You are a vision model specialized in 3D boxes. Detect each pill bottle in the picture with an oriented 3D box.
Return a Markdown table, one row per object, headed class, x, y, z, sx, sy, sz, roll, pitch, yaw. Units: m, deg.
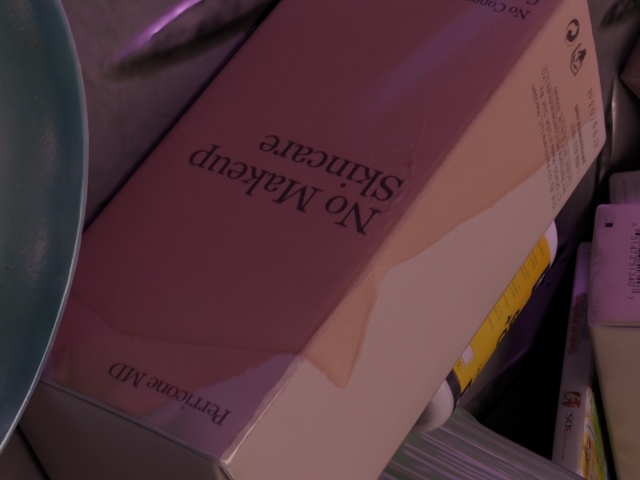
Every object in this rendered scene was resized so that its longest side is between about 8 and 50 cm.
| class | x | y | z | sx | sy | sz | roll | pitch | yaw |
| --- | --- | --- | --- | --- | --- | --- | --- | --- | --- |
| pill bottle | 0.073 | 0.013 | 1.025 | 0.184 | 0.103 | 0.103 | -53 | 147 | -27 |

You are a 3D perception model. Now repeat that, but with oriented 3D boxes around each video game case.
| class | x | y | z | sx | sy | sz | roll | pitch | yaw |
| --- | --- | --- | --- | --- | --- | --- | --- | --- | --- |
| video game case | 0.208 | 0.150 | 1.347 | 0.227 | 0.026 | 0.206 | 72 | 25 | -48 |

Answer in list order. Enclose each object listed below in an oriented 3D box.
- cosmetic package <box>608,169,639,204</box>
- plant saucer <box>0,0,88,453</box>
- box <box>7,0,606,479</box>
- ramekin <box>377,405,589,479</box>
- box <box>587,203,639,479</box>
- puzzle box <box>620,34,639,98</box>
| class | x | y | z | sx | sy | sz | roll | pitch | yaw |
| --- | --- | --- | --- | --- | --- | --- | --- | --- | --- |
| cosmetic package | 0.337 | 0.000 | 1.330 | 0.117 | 0.231 | 0.085 | 72 | 14 | -51 |
| plant saucer | -0.201 | 0.013 | 0.623 | 0.317 | 0.043 | 0.318 | -36 | 137 | -44 |
| box | 0.000 | 0.000 | 0.853 | 0.311 | 0.148 | 0.121 | -54 | 146 | -29 |
| ramekin | 0.077 | 0.262 | 1.144 | 0.303 | 0.148 | 0.303 | -38 | 138 | -44 |
| box | 0.257 | 0.097 | 1.296 | 0.275 | 0.094 | 0.113 | 68 | 26 | -51 |
| puzzle box | 0.407 | -0.224 | 1.400 | 0.272 | 0.052 | 0.409 | 37 | 74 | -36 |
